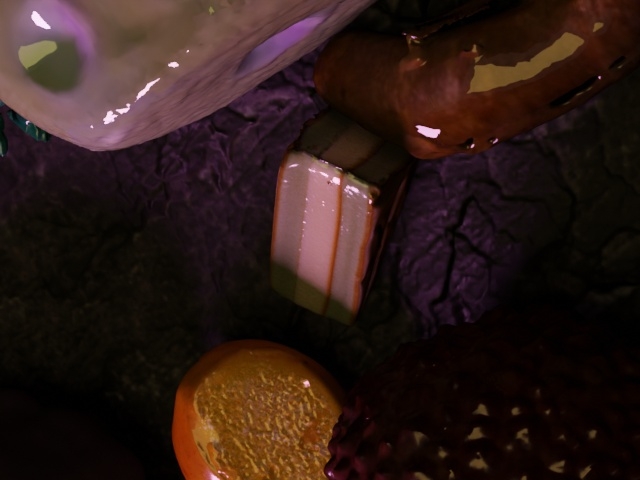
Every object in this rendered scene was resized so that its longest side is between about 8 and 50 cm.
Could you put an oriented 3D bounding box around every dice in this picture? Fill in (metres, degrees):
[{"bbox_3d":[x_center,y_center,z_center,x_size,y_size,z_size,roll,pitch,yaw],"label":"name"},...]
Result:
[{"bbox_3d":[-0.094,-0.219,0.842,0.252,0.254,0.249,-33,88,36],"label":"dice"}]

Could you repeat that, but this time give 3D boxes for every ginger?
[{"bbox_3d":[0.131,-0.138,0.879,0.309,0.107,0.133,-35,107,31],"label":"ginger"}]

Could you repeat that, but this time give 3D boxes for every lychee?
[{"bbox_3d":[0.119,0.184,0.905,0.300,0.264,0.264,-36,93,17],"label":"lychee"}]

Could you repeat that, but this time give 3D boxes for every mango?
[{"bbox_3d":[-0.025,0.172,1.049,0.141,0.102,0.217,-35,97,3],"label":"mango"}]

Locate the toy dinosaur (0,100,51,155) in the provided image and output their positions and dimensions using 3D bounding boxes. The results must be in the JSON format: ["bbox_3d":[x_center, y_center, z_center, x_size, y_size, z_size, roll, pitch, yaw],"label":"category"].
[{"bbox_3d":[-0.263,-0.172,1.027,0.259,0.094,0.153,30,115,17],"label":"toy dinosaur"}]

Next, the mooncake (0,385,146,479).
[{"bbox_3d":[-0.248,0.259,1.137,0.283,0.141,0.283,12,116,26],"label":"mooncake"}]

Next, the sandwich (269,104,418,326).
[{"bbox_3d":[0.000,0.000,0.969,0.079,0.113,0.163,26,116,11],"label":"sandwich"}]
